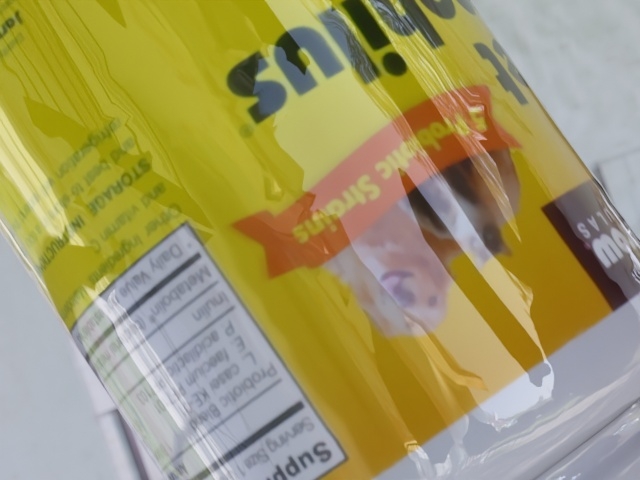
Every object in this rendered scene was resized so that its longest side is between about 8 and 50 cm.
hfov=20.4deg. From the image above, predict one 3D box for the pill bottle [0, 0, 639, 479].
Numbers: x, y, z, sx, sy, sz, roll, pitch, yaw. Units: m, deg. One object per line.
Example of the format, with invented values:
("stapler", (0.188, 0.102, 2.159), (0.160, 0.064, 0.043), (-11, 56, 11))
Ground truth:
("pill bottle", (0.000, 0.000, 0.399), (0.117, 0.215, 0.117), (-35, -5, -4))
